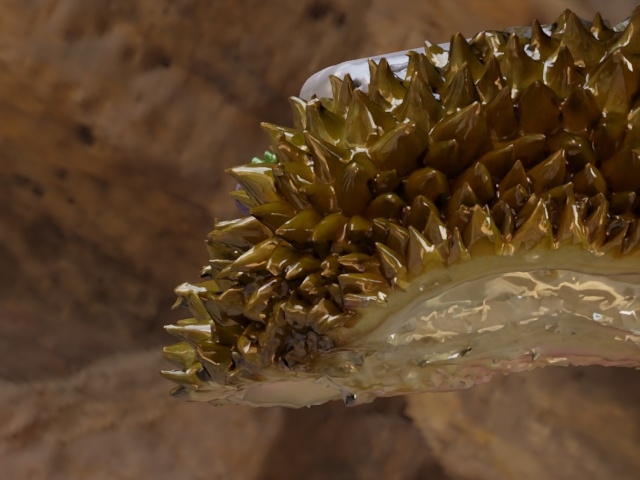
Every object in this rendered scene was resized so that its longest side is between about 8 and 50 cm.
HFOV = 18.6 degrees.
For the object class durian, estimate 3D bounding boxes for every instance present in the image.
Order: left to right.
[{"bbox_3d":[0.059,-0.007,0.687,0.250,0.138,0.183,-11,5,-12],"label":"durian"}]

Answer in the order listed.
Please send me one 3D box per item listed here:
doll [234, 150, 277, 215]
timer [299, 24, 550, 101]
[{"bbox_3d":[0.000,0.000,1.623,0.115,0.190,0.050,-17,9,40],"label":"doll"},{"bbox_3d":[0.115,-0.067,1.509,0.253,0.178,0.078,-15,-1,-35],"label":"timer"}]
